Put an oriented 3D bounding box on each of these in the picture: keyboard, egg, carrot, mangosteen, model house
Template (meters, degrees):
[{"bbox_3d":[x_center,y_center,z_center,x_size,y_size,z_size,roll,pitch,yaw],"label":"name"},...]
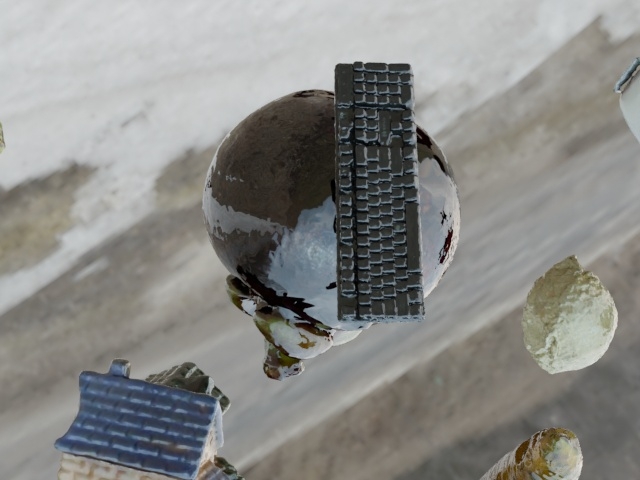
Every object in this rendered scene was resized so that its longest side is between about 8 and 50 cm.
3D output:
[{"bbox_3d":[0.039,-0.036,1.096,0.060,0.195,0.018,-2,159,0],"label":"keyboard"},{"bbox_3d":[0.296,0.092,1.891,0.116,0.118,0.140,3,125,-10],"label":"egg"},{"bbox_3d":[0.150,0.198,1.201,0.066,0.066,0.314,-33,164,-16],"label":"carrot"},{"bbox_3d":[0.000,0.000,1.374,0.228,0.228,0.265,-6,119,-66],"label":"mangosteen"},{"bbox_3d":[-0.150,0.193,1.504,0.183,0.166,0.172,-39,135,-73],"label":"model house"}]

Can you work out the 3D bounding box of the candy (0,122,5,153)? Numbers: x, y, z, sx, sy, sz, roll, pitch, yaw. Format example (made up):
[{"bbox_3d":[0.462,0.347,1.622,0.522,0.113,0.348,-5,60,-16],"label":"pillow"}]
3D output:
[{"bbox_3d":[-0.520,-0.141,1.983,0.262,0.077,0.073,7,113,-31],"label":"candy"}]

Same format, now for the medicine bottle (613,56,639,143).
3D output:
[{"bbox_3d":[0.212,0.007,0.582,0.115,0.219,0.078,-19,158,-31],"label":"medicine bottle"}]
